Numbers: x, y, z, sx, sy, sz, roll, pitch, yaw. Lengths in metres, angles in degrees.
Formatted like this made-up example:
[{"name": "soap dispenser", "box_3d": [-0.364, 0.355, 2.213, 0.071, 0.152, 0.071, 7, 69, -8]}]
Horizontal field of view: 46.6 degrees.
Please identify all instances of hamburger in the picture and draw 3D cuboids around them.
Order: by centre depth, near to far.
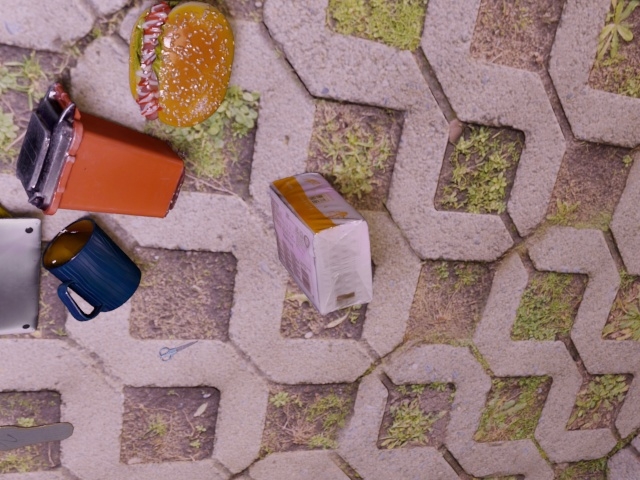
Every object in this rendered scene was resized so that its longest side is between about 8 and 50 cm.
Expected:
[{"name": "hamburger", "box_3d": [-0.228, -0.288, 1.215, 0.173, 0.116, 0.210, -2, 117, -28]}]

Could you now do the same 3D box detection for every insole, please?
[{"name": "insole", "box_3d": [-0.590, 0.390, 1.480, 0.188, 0.004, 0.064, -2, 118, -25]}]

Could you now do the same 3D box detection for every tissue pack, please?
[{"name": "tissue pack", "box_3d": [0.000, 0.000, 1.415, 0.124, 0.225, 0.185, -15, 122, -18]}]

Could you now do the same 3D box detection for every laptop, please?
[{"name": "laptop", "box_3d": [-0.580, 0.069, 1.272, 0.187, 0.015, 0.269, -2, 129, -26]}]

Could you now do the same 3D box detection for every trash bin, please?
[{"name": "trash bin", "box_3d": [-0.354, -0.136, 1.222, 0.238, 0.161, 0.184, 9, 113, -38]}]

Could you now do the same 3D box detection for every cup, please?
[{"name": "cup", "box_3d": [-0.411, 0.060, 1.312, 0.150, 0.113, 0.138, -53, 130, -19]}]

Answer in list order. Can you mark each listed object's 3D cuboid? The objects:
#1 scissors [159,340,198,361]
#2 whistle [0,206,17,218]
[{"name": "scissors", "box_3d": [-0.292, 0.225, 1.532, 0.083, 0.006, 0.036, -21, 125, -15]}, {"name": "whistle", "box_3d": [-0.561, -0.062, 1.235, 0.109, 0.057, 0.046, 58, 40, -27]}]
